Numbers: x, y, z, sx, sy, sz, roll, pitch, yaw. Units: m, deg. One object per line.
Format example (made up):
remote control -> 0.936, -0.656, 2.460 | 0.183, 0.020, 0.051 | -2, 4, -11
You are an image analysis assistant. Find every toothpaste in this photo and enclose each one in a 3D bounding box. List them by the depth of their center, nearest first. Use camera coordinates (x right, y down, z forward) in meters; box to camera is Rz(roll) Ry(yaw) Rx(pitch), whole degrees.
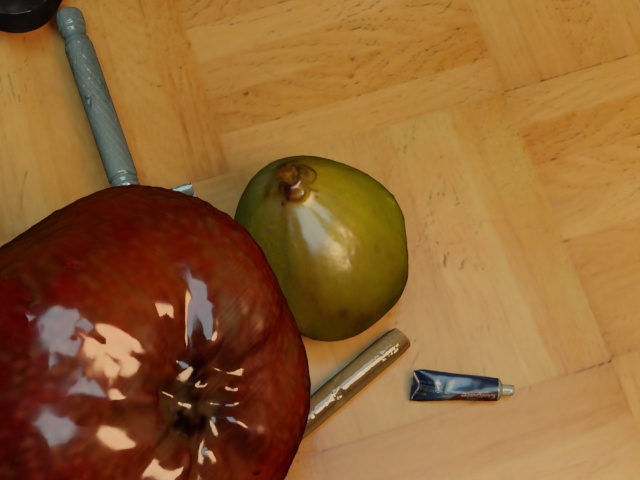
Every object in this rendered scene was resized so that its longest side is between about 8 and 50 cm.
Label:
toothpaste -> 0.113, 0.118, 0.978 | 0.083, 0.019, 0.027 | 3, 96, 2

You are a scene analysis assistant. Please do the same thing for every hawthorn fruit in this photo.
hawthorn fruit -> -0.155, 0.114, 0.855 | 0.275, 0.299, 0.275 | 22, 51, -30

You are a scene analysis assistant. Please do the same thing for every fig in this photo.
fig -> -0.001, 0.004, 0.967 | 0.153, 0.120, 0.136 | 38, 69, -13

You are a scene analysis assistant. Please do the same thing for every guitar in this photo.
guitar -> -0.339, -0.226, 1.075 | 0.233, 0.025, 0.088 | 7, 49, 8

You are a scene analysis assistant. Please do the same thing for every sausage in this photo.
sausage -> 0.017, 0.118, 0.975 | 0.132, 0.024, 0.024 | -39, 76, -13

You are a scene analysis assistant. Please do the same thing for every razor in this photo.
razor -> -0.185, -0.100, 1.030 | 0.106, 0.068, 0.232 | -20, 68, -7
